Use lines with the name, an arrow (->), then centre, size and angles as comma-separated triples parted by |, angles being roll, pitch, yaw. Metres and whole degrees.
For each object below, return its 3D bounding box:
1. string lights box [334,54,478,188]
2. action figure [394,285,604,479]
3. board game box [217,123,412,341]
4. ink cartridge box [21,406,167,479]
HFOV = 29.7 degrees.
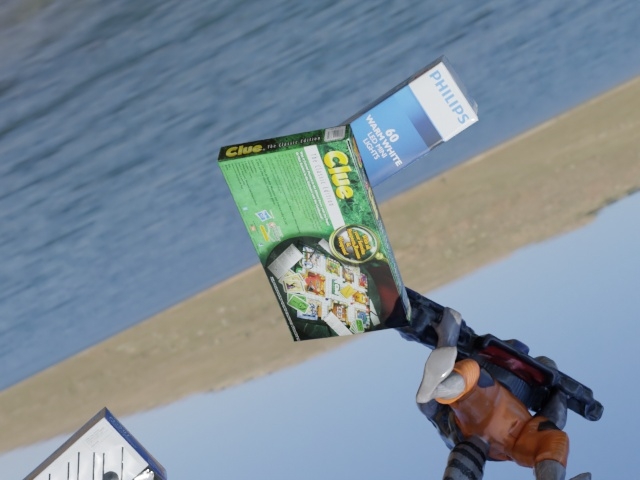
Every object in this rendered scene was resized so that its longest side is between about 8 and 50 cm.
string lights box -> 0.047, -0.099, 1.336 | 0.259, 0.077, 0.133 | -33, -174, 12
action figure -> 0.141, 0.169, 1.325 | 0.179, 0.341, 0.330 | -61, 177, 1
board game box -> 0.000, 0.000, 1.236 | 0.136, 0.260, 0.030 | -7, -139, 16
ink cartridge box -> -0.265, 0.277, 1.232 | 0.207, 0.097, 0.046 | -41, -169, -2
